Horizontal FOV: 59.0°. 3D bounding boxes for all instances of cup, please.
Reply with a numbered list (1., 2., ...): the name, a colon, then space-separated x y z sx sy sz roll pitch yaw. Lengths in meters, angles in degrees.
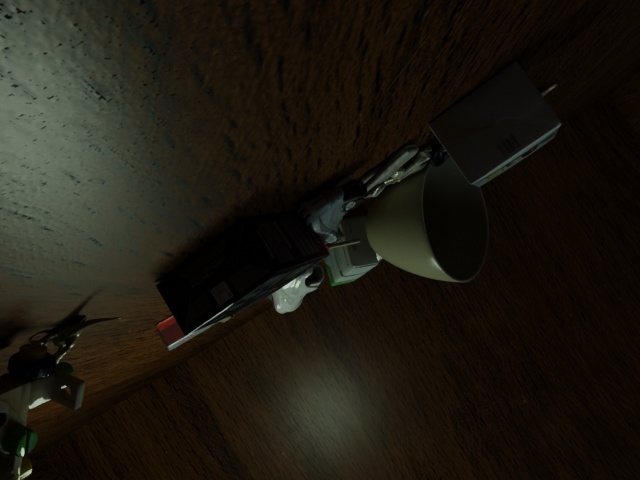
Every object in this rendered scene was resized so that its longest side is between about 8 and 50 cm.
1. cup: 0.263 -0.046 1.504 0.237 0.331 0.331 -10 -169 43

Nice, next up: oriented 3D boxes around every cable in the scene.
1. cable: 0.328 -0.243 1.336 0.184 0.047 0.150 -41 179 5

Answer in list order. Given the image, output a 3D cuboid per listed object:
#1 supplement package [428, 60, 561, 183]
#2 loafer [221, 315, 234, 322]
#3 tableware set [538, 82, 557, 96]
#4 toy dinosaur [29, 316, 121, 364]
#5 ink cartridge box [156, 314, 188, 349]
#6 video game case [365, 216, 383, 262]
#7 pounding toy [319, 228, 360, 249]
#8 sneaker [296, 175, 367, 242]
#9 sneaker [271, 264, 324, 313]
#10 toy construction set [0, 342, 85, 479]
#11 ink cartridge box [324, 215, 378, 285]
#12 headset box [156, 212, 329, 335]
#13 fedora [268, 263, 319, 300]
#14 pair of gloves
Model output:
1. supplement package: 0.350 -0.221 1.135 0.194 0.149 0.203 -35 172 19
2. loafer: -0.321 0.241 1.844 0.056 0.050 0.148 -35 173 23
3. tableware set: 0.588 -0.389 1.581 0.141 0.020 0.169 -37 173 35
4. toy dinosaur: -0.393 0.147 0.880 0.183 0.053 0.092 -28 -167 39
5. ink cartridge box: -0.309 0.198 1.552 0.275 0.060 0.239 -30 174 -19
6. video game case: 0.205 -0.036 1.785 0.210 0.042 0.232 -35 -153 30
7. pounding toy: 0.000 0.000 1.338 0.130 0.100 0.141 -34 173 19
8. sneaker: 0.041 -0.065 1.137 0.132 0.086 0.229 -36 172 7
9. sneaker: -0.061 0.123 1.504 0.152 0.114 0.305 -2 160 5
10. toy construction set: -0.459 0.267 0.754 0.309 0.257 0.237 -12 -171 18
11. ink cartridge box: 0.080 0.033 1.676 0.087 0.153 0.208 -9 166 -19
12. headset box: -0.128 0.052 1.075 0.218 0.110 0.293 -35 173 20
13. fedora: -0.090 0.125 1.739 0.244 0.124 0.275 -38 172 35
14. pair of gloves: 0.159 -0.144 1.282 0.204 0.042 0.240 -36 174 24
